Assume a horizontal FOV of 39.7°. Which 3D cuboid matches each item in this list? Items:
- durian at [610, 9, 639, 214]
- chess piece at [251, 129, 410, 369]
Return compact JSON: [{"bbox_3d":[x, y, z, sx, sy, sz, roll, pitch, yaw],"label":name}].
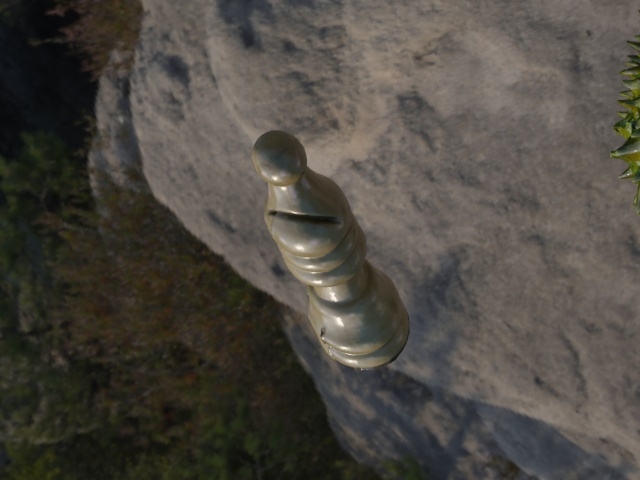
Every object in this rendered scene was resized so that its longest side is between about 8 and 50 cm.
[{"bbox_3d":[0.300,-0.079,0.502,0.291,0.225,0.291,6,131,7],"label":"durian"},{"bbox_3d":[0.000,0.000,0.979,0.124,0.139,0.307,-7,134,21],"label":"chess piece"}]
